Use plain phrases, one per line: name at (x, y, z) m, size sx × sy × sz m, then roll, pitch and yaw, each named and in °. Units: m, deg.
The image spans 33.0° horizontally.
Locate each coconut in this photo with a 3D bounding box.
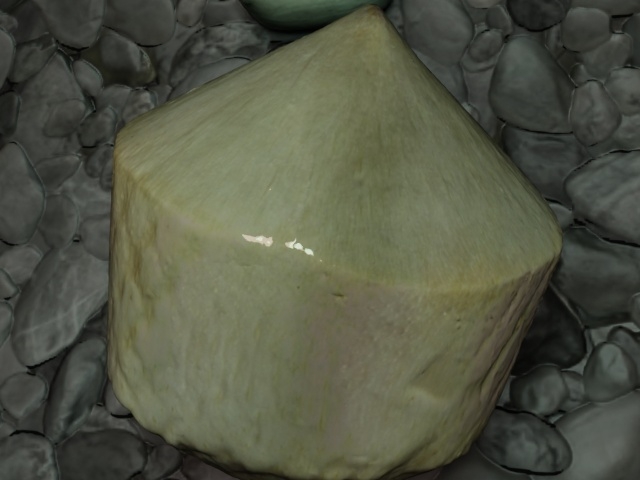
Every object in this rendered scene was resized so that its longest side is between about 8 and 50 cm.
coconut at (0.000, 0.000, 0.719) m, size 0.329 × 0.329 × 0.329 m, roll -4°, pitch 71°, yaw 10°

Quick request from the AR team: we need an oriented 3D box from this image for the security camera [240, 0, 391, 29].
security camera at (-0.012, -0.328, 0.968) m, size 0.157 × 0.080 × 0.301 m, roll -8°, pitch 67°, yaw 9°
